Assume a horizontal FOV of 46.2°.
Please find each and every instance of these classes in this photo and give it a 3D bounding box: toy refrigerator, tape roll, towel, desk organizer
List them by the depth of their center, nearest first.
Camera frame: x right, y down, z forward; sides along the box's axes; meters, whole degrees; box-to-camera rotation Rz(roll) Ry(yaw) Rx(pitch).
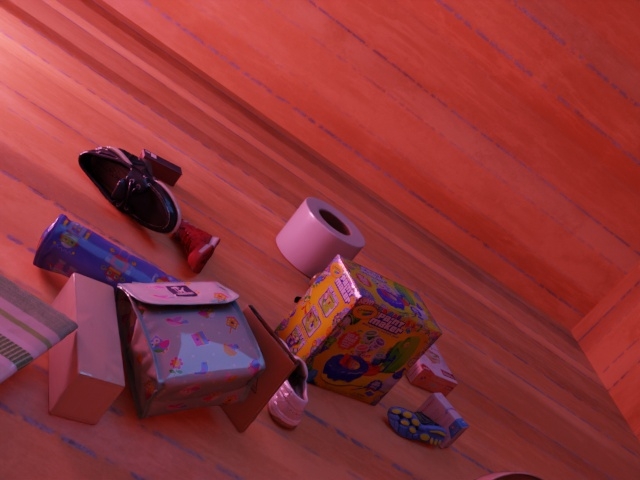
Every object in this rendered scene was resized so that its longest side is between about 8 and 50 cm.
[{"bbox_3d":[-0.564,0.143,1.134,0.248,0.038,0.325,31,26,6],"label":"towel"},{"bbox_3d":[-0.415,0.187,1.330,0.094,0.102,0.269,26,22,-34],"label":"toy refrigerator"},{"bbox_3d":[-0.478,-0.214,2.219,0.130,0.050,0.047,27,22,-31],"label":"desk organizer"},{"bbox_3d":[0.000,0.000,2.432,0.246,0.169,0.246,35,18,-13],"label":"tape roll"}]

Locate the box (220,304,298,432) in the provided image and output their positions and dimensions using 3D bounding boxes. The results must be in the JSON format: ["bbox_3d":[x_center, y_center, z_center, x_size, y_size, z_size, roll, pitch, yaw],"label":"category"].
[{"bbox_3d":[-0.150,0.257,1.507,0.164,0.201,0.021,48,24,25],"label":"box"}]

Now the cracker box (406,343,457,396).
[{"bbox_3d":[0.311,0.365,2.328,0.156,0.067,0.232,26,23,-32],"label":"cracker box"}]

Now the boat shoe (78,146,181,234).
[{"bbox_3d":[-0.490,-0.131,1.889,0.340,0.127,0.113,45,21,23],"label":"boat shoe"}]

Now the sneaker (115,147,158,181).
[{"bbox_3d":[-0.510,-0.172,2.014,0.130,0.087,0.227,24,21,-34],"label":"sneaker"}]

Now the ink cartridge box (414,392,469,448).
[{"bbox_3d":[0.328,0.487,2.040,0.052,0.088,0.122,11,33,-54],"label":"ink cartridge box"}]

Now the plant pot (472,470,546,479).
[{"bbox_3d":[0.369,0.624,1.596,0.284,0.284,0.191,36,-16,-10],"label":"plant pot"}]

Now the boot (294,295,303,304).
[{"bbox_3d":[0.017,0.230,2.104,0.137,0.076,0.198,17,15,-39],"label":"boot"}]

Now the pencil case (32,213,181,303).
[{"bbox_3d":[-0.433,0.070,1.540,0.306,0.133,0.119,33,59,-15],"label":"pencil case"}]

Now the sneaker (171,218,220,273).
[{"bbox_3d":[-0.342,0.012,1.935,0.128,0.087,0.221,29,7,-3],"label":"sneaker"}]

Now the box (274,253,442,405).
[{"bbox_3d":[0.092,0.231,1.899,0.290,0.279,0.177,25,23,-33],"label":"box"}]

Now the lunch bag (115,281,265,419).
[{"bbox_3d":[-0.258,0.180,1.425,0.223,0.160,0.262,-1,51,-33],"label":"lunch bag"}]

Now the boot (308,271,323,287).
[{"bbox_3d":[0.109,0.207,2.302,0.269,0.089,0.236,47,30,22],"label":"boot"}]

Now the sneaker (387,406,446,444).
[{"bbox_3d":[0.244,0.481,1.962,0.188,0.067,0.078,27,1,-27],"label":"sneaker"}]

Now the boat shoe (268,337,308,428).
[{"bbox_3d":[-0.071,0.302,1.713,0.098,0.096,0.277,28,21,-28],"label":"boat shoe"}]
